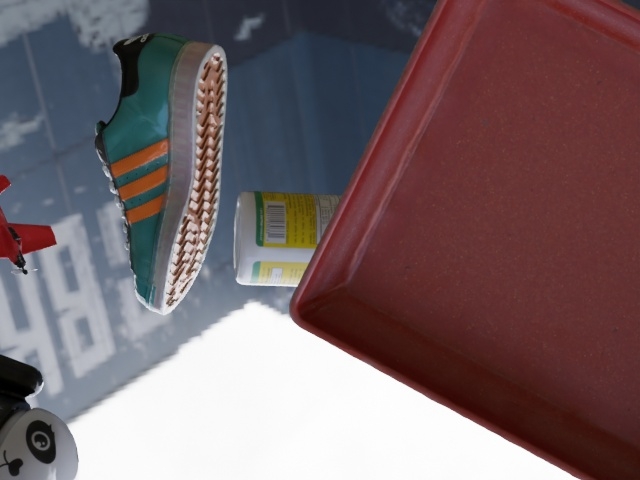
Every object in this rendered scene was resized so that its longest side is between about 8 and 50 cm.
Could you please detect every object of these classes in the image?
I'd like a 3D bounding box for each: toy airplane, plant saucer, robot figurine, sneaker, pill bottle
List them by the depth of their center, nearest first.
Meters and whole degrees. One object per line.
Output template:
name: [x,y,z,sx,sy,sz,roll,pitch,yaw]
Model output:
plant saucer: [0.148,-0.007,0.816,0.258,0.259,0.048,28,-161,6]
sneaker: [-0.178,-0.073,1.487,0.121,0.302,0.108,15,-161,18]
robot figurine: [-0.402,0.239,1.525,0.278,0.209,0.173,16,-158,10]
toy airplane: [-0.379,-0.023,1.661,0.028,0.151,0.151,-43,-171,36]
pill bottle: [0.000,0.000,1.736,0.208,0.117,0.117,2,-151,-8]
